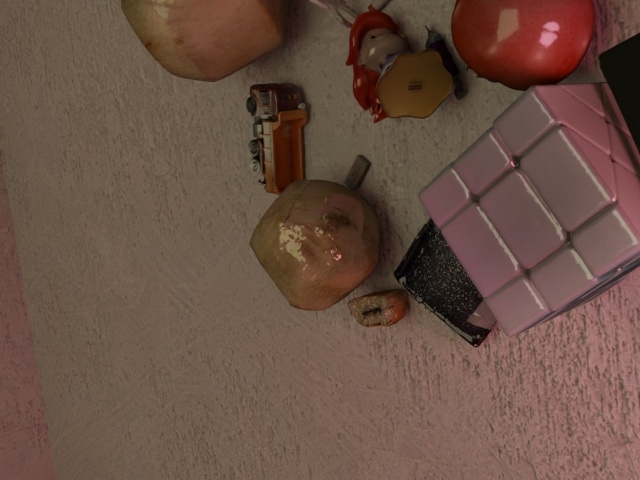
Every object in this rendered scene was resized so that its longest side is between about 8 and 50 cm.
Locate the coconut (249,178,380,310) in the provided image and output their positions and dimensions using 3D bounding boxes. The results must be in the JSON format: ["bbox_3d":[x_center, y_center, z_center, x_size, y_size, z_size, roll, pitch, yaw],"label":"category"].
[{"bbox_3d":[0.000,0.000,1.947,0.297,0.297,0.254,53,133,21],"label":"coconut"}]

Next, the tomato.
[{"bbox_3d":[0.364,-0.398,1.520,0.256,0.256,0.224,46,144,26],"label":"tomato"}]

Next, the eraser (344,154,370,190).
[{"bbox_3d":[0.087,-0.161,2.005,0.038,0.019,0.083,45,127,25],"label":"eraser"}]

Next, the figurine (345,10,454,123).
[{"bbox_3d":[0.146,-0.357,1.784,0.181,0.208,0.257,-39,35,6],"label":"figurine"}]

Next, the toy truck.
[{"bbox_3d":[-0.107,-0.256,2.104,0.135,0.114,0.270,11,108,46],"label":"toy truck"}]

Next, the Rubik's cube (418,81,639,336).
[{"bbox_3d":[0.432,-0.063,1.487,0.316,0.322,0.318,-46,67,42],"label":"Rubik's cube"}]

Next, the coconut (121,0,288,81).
[{"bbox_3d":[-0.250,-0.584,2.003,0.415,0.416,0.344,-61,41,34],"label":"coconut"}]

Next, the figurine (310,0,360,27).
[{"bbox_3d":[-0.010,-0.659,1.844,0.206,0.284,0.315,-51,38,44],"label":"figurine"}]

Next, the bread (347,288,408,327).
[{"bbox_3d":[0.141,0.160,1.976,0.125,0.106,0.082,-10,87,41],"label":"bread"}]

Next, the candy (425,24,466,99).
[{"bbox_3d":[0.256,-0.376,1.771,0.045,0.043,0.175,109,138,-75],"label":"candy"}]

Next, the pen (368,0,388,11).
[{"bbox_3d":[0.182,-0.572,1.804,0.239,0.028,0.028,-41,72,43],"label":"pen"}]

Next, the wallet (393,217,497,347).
[{"bbox_3d":[0.305,0.073,1.831,0.262,0.071,0.221,44,122,23],"label":"wallet"}]

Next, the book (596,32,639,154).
[{"bbox_3d":[0.613,-0.215,1.321,0.260,0.043,0.370,-28,54,28],"label":"book"}]
